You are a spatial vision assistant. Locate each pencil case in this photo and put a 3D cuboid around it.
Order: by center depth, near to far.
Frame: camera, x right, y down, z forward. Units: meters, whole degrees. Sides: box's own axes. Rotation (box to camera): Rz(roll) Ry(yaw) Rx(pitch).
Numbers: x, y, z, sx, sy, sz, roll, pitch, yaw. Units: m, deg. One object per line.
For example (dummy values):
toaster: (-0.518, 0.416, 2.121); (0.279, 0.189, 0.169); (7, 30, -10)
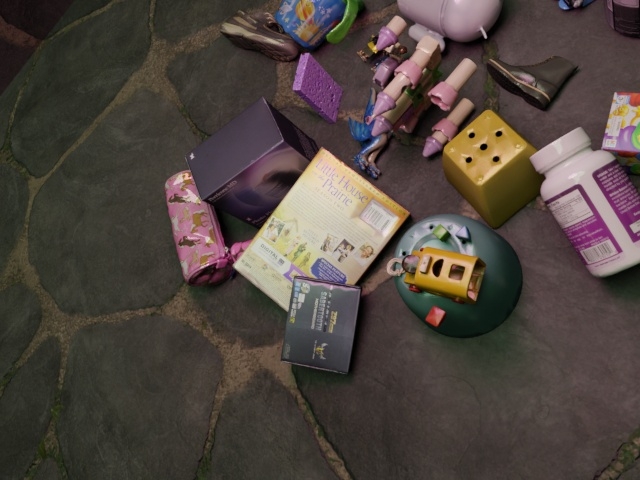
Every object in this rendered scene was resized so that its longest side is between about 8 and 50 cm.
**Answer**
pencil case: (-0.162, 0.038, 1.743); (0.210, 0.095, 0.098); (-9, 107, 29)
pencil case: (-0.389, -0.044, 1.855); (0.167, 0.160, 0.386); (-16, 61, -12)

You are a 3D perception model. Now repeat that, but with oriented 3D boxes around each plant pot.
plant pot: (0.305, 0.068, 1.379); (0.293, 0.235, 0.292); (-10, 69, 27)
plant pot: (0.422, -0.192, 1.427); (0.212, 0.187, 0.212); (-41, 59, 11)

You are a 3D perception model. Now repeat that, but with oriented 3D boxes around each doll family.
doll family: (0.189, -0.564, 1.754); (0.111, 0.076, 0.193); (-38, 64, 9)

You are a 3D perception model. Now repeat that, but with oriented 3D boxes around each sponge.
sponge: (-0.005, -0.450, 1.740); (0.031, 0.210, 0.117); (5, 76, 33)

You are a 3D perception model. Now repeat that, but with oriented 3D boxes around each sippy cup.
sippy cup: (-0.018, -0.740, 1.850); (0.224, 0.240, 0.305); (-47, 18, 20)

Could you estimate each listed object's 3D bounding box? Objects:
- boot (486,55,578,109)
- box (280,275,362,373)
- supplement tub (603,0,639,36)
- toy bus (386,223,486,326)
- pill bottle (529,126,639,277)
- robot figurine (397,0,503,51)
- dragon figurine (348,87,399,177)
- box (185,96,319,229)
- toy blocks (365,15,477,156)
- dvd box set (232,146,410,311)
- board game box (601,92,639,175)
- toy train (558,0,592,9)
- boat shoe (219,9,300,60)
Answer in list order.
boot: (0.547, -0.445, 1.516); (0.198, 0.077, 0.137); (44, 93, 19)
box: (0.003, 0.220, 1.543); (0.184, 0.059, 0.232); (10, 91, 8)
supplement tub: (0.737, -0.623, 1.315); (0.194, 0.316, 0.193); (-10, 69, 26)
toy bus: (0.238, 0.062, 1.215); (0.202, 0.104, 0.190); (-34, 60, 15)
pill bottle: (0.586, -0.086, 1.257); (0.169, 0.169, 0.301); (-32, 83, 17)
robot figurine: (0.355, -0.678, 1.618); (0.353, 0.200, 0.299); (40, 120, 33)
dragon figurine: (0.135, -0.324, 1.692); (0.144, 0.085, 0.289); (-27, 64, 19)
box: (-0.176, -0.210, 1.707); (0.296, 0.294, 0.182); (-34, 60, 17)
toy blocks: (0.208, -0.369, 1.520); (0.309, 0.288, 0.260); (40, 90, 18)
dvd box set: (0.000, 0.000, 1.609); (0.308, 0.062, 0.420); (37, 95, 9)
board game box: (0.776, -0.221, 1.263); (0.275, 0.142, 0.144); (11, 80, 32)
toy train: (0.652, -0.687, 1.530); (0.105, 0.080, 0.184); (-26, 60, 10)
boat shoe: (-0.200, -0.717, 1.986); (0.355, 0.132, 0.130); (29, 90, 32)
